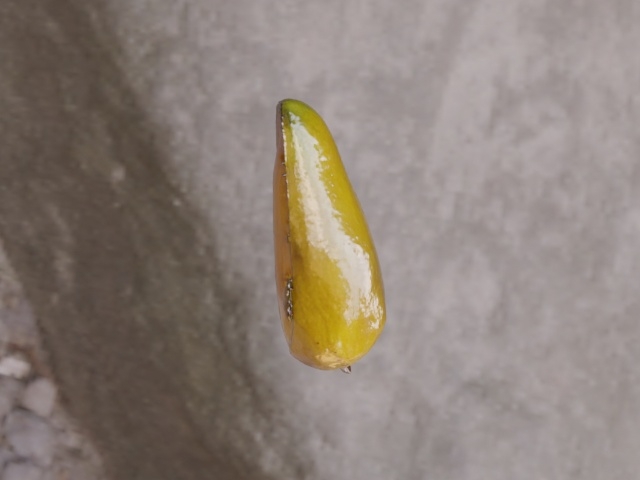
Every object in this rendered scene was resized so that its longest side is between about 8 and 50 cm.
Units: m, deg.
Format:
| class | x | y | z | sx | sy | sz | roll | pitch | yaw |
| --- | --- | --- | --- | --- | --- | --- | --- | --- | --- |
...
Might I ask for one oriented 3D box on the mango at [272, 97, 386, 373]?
| class | x | y | z | sx | sy | sz | roll | pitch | yaw |
| --- | --- | --- | --- | --- | --- | --- | --- | --- | --- |
| mango | 0.000 | 0.000 | 1.046 | 0.066 | 0.101 | 0.187 | -10 | 110 | 2 |
